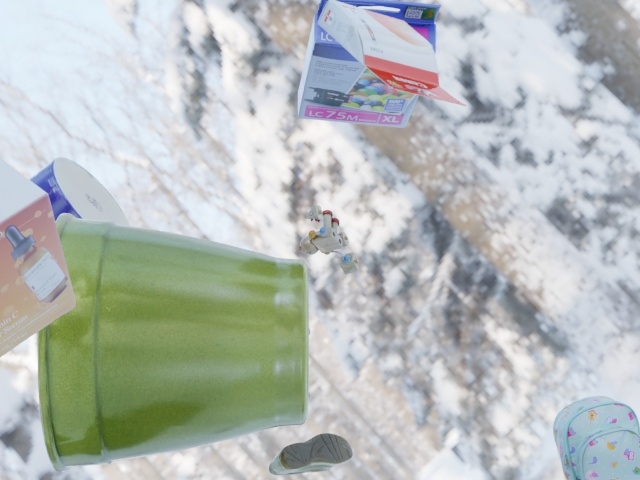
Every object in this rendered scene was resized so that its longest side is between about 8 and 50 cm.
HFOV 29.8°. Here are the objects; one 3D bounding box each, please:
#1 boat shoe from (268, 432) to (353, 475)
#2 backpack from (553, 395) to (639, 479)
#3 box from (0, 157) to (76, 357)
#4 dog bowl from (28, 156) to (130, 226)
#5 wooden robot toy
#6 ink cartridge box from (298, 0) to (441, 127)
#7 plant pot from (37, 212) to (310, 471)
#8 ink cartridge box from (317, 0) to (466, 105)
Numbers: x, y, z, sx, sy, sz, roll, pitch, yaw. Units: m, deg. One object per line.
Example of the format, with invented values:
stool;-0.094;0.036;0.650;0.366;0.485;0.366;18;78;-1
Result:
boat shoe;-0.014;0.349;1.932;0.153;0.056;0.048;-6;-28;-44
backpack;0.528;0.389;2.248;0.165;0.188;0.144;-17;-2;-3
box;-0.345;0.024;1.253;0.130;0.091;0.170;-37;-36;-30
dog bowl;-0.551;-0.057;2.727;0.104;0.265;0.265;-38;-9;11
wooden robot toy;0.000;0.000;2.168;0.079;0.076;0.173;-21;-43;19
ink cartridge box;0.070;-0.271;1.864;0.311;0.185;0.065;107;166;-67
plant pot;-0.191;0.145;1.715;0.353;0.367;0.366;0;-15;-1
ink cartridge box;0.099;-0.244;1.558;0.145;0.179;0.045;6;-62;-42
